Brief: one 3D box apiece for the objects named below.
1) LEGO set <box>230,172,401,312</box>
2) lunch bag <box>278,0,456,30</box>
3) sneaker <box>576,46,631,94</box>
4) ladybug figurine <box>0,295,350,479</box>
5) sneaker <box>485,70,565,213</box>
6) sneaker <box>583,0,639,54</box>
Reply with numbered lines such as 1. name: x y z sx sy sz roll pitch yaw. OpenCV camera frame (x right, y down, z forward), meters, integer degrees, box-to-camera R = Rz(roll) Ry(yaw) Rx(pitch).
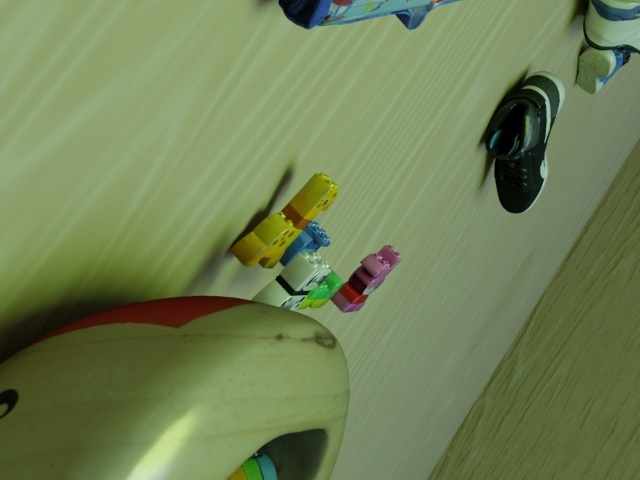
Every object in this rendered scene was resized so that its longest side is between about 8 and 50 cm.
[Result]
1. LEGO set: 0.000 0.000 0.955 0.093 0.087 0.227 -47 165 12
2. lunch bag: 0.095 -0.253 0.719 0.221 0.138 0.293 -21 153 -34
3. sneaker: 0.449 -0.291 1.786 0.085 0.058 0.152 -51 166 -7
4. ladybug figurine: -0.117 0.163 0.772 0.305 0.162 0.449 -59 162 0
5. sneaker: 0.253 -0.113 1.522 0.121 0.079 0.217 -37 144 -44
6. sneaker: 0.458 -0.371 1.611 0.315 0.127 0.182 -43 161 -25
